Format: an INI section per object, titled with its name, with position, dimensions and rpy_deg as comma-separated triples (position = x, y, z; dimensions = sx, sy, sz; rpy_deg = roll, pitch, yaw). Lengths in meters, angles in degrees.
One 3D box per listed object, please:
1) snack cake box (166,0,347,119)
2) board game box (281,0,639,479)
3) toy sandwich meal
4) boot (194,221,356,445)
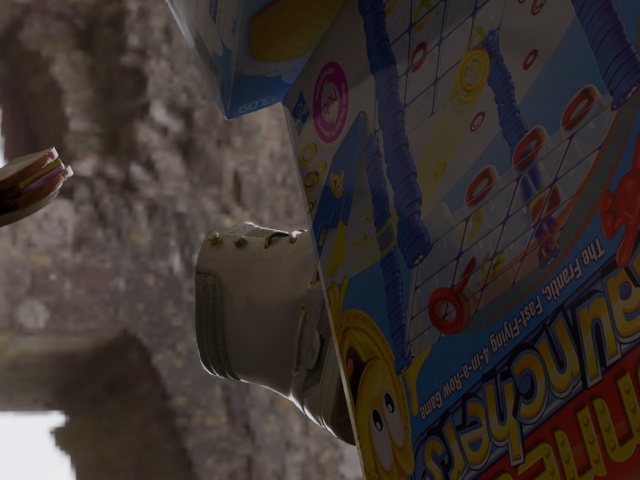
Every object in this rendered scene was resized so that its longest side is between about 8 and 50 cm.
[snack cake box]
position = 0.059, -0.170, 0.789
dimensions = 0.089, 0.264, 0.152
rpy_deg = 63, -17, 21
[board game box]
position = 0.102, -0.014, 0.630
dimensions = 0.308, 0.086, 0.302
rpy_deg = 127, -42, -51
[toy sandwich meal]
position = -0.188, -0.031, 0.919
dimensions = 0.086, 0.086, 0.029
rpy_deg = 13, -55, 54
[boot]
position = 0.000, 0.000, 0.953
dimensions = 0.165, 0.077, 0.213
rpy_deg = 18, -84, 50
